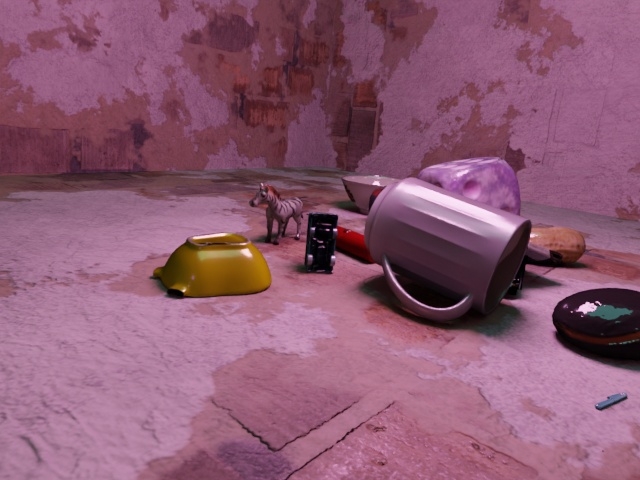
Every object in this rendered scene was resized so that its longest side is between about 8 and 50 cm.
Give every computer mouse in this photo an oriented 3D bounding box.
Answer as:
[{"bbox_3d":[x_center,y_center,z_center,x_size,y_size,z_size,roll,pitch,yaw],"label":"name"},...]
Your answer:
[{"bbox_3d":[0.639,0.164,0.951,0.324,0.116,0.183,4,20,-6],"label":"computer mouse"}]

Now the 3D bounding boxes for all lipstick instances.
[{"bbox_3d":[0.083,-0.001,1.466,0.073,0.073,0.280,-5,17,-34],"label":"lipstick"}]

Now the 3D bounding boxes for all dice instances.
[{"bbox_3d":[0.502,-0.136,1.632,0.270,0.271,0.270,-14,14,-15],"label":"dice"}]

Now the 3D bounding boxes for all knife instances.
[{"bbox_3d":[0.465,0.254,0.750,0.091,0.005,0.014,-3,18,-30],"label":"knife"}]

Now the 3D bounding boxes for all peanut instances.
[{"bbox_3d":[0.730,0.016,1.538,0.254,0.122,0.137,-1,4,-6],"label":"peanut"}]

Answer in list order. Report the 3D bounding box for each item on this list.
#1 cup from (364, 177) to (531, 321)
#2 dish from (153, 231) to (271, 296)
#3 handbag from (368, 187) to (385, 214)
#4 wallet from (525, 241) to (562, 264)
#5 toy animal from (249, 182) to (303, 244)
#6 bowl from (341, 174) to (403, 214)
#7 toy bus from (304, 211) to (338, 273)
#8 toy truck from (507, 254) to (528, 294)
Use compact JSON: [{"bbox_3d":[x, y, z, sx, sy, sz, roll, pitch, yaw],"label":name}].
[{"bbox_3d":[0.265,0.029,1.099,0.327,0.236,0.323,26,59,31],"label":"cup"},{"bbox_3d":[-0.246,0.044,1.106,0.263,0.108,0.221,-4,16,-32],"label":"dish"},{"bbox_3d":[0.329,-0.126,1.819,0.255,0.181,0.181,-4,15,-22],"label":"handbag"},{"bbox_3d":[0.525,0.015,1.363,0.221,0.071,0.262,20,-5,-30],"label":"wallet"},{"bbox_3d":[-0.131,-0.070,1.477,0.090,0.169,0.255,18,1,23],"label":"toy animal"},{"bbox_3d":[0.253,-0.196,2.097,0.338,0.157,0.337,4,14,-1],"label":"bowl"},{"bbox_3d":[0.000,0.000,1.255,0.079,0.160,0.092,3,13,-9],"label":"toy bus"},{"bbox_3d":[0.409,0.061,1.258,0.257,0.127,0.127,10,1,20],"label":"toy truck"}]
